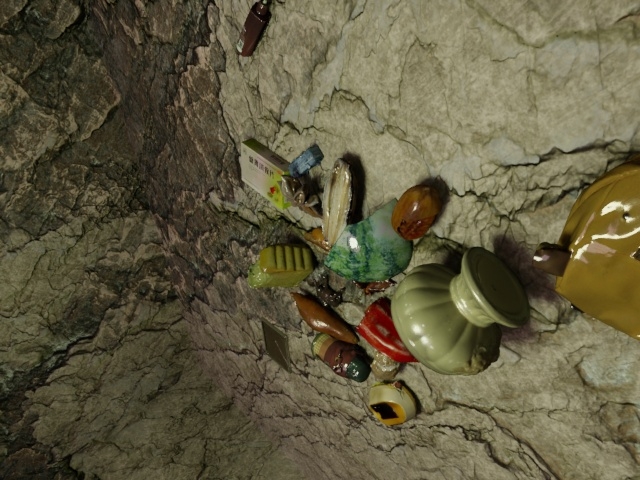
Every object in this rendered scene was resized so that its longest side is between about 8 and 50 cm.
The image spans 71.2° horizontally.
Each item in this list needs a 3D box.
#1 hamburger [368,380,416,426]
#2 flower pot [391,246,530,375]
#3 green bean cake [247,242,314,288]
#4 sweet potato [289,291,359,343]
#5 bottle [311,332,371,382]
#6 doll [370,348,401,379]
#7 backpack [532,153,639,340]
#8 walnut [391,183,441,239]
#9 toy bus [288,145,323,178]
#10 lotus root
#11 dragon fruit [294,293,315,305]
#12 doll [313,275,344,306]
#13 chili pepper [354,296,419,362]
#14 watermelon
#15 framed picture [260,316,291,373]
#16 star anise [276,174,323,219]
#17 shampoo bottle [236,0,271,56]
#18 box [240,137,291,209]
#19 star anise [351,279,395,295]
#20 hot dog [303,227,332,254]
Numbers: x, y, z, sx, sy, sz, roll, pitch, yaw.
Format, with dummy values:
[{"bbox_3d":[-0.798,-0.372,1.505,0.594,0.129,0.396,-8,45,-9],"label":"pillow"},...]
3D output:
[{"bbox_3d":[0.275,0.621,1.718,0.173,0.116,0.210,48,141,3],"label":"hamburger"},{"bbox_3d":[0.359,0.170,1.124,0.307,0.307,0.244,52,132,11],"label":"flower pot"},{"bbox_3d":[-0.166,0.103,1.790,0.236,0.233,0.124,-43,51,56],"label":"green bean cake"},{"bbox_3d":[-0.004,0.319,1.834,0.359,0.112,0.112,36,139,28],"label":"sweet potato"},{"bbox_3d":[0.084,0.473,1.805,0.271,0.156,0.143,25,129,47],"label":"bottle"},{"bbox_3d":[0.236,0.452,1.638,0.115,0.105,0.221,36,138,20],"label":"doll"},{"bbox_3d":[0.590,0.018,0.777,0.353,0.201,0.378,27,138,33],"label":"backpack"},{"bbox_3d":[0.256,-0.070,1.219,0.116,0.116,0.207,48,144,17],"label":"walnut"},{"bbox_3d":[-0.053,-0.263,1.526,0.166,0.047,0.065,-26,91,55],"label":"toy bus"},{"bbox_3d":[0.075,-0.119,1.444,0.167,0.078,0.329,52,145,39],"label":"lotus root"},{"bbox_3d":[-0.053,0.300,1.933,0.131,0.063,0.097,59,146,1],"label":"dragon fruit"},{"bbox_3d":[0.029,0.218,1.777,0.139,0.057,0.165,35,147,30],"label":"doll"},{"bbox_3d":[0.240,0.328,1.513,0.253,0.144,0.136,46,107,10],"label":"chili pepper"},{"bbox_3d":[0.158,0.009,1.374,0.260,0.256,0.176,109,167,-57],"label":"watermelon"},{"bbox_3d":[-0.240,0.569,2.419,0.213,0.016,0.289,28,135,37],"label":"framed picture"},{"bbox_3d":[-0.075,-0.158,1.559,0.197,0.073,0.212,33,168,19],"label":"star anise"},{"bbox_3d":[-0.202,-0.678,1.392,0.068,0.067,0.236,42,145,-7],"label":"shampoo bottle"},{"bbox_3d":[-0.205,-0.255,1.714,0.260,0.062,0.175,38,140,30],"label":"box"},{"bbox_3d":[0.163,0.115,1.537,0.140,0.144,0.158,14,154,-13],"label":"star anise"},{"bbox_3d":[0.001,-0.001,1.643,0.140,0.060,0.090,42,138,30],"label":"hot dog"}]
